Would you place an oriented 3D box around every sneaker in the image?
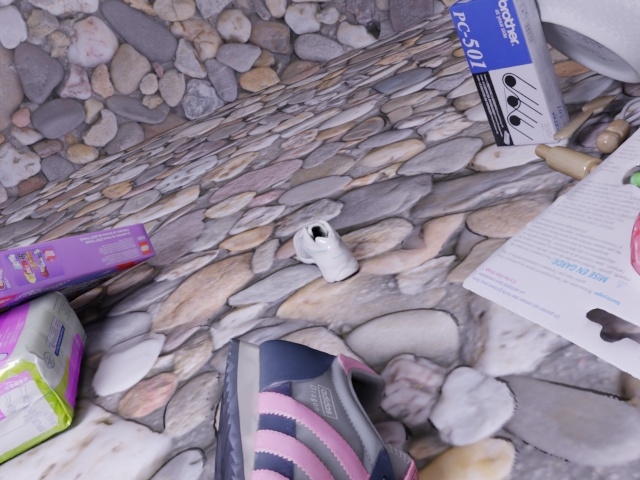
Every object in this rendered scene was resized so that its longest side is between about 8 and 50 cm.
[{"bbox_3d":[0.000,0.000,0.861,0.053,0.061,0.152,-30,20,-12],"label":"sneaker"},{"bbox_3d":[0.006,0.166,0.409,0.131,0.112,0.319,5,31,-11],"label":"sneaker"}]

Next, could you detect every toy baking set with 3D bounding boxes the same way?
[{"bbox_3d":[0.359,-0.123,0.832,0.196,0.030,0.256,-24,21,-9],"label":"toy baking set"}]

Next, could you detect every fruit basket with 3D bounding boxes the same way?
[{"bbox_3d":[0.323,-0.024,0.514,0.353,0.165,0.327,-44,24,-8],"label":"fruit basket"}]

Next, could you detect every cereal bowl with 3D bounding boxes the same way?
[{"bbox_3d":[0.378,-0.303,0.907,0.141,0.339,0.339,-59,18,10],"label":"cereal bowl"}]

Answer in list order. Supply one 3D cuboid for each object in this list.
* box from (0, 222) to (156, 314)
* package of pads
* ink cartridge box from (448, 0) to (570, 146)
[{"bbox_3d":[-0.390,0.057,0.951,0.201,0.057,0.293,-26,-3,26],"label":"box"},{"bbox_3d":[-0.420,0.188,0.794,0.296,0.101,0.229,-26,20,-6],"label":"package of pads"},{"bbox_3d":[0.251,-0.226,0.931,0.097,0.207,0.046,3,36,50],"label":"ink cartridge box"}]
